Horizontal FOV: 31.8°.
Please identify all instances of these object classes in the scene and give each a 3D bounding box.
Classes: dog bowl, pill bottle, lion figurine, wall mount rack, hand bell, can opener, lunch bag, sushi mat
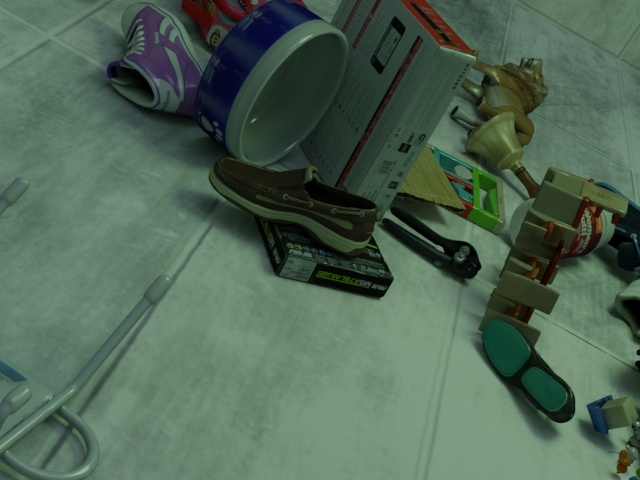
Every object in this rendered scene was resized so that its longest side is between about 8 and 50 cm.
[{"bbox_3d":[-0.078,-0.254,1.822,0.104,0.265,0.265,38,28,20],"label":"dog bowl"},{"bbox_3d":[0.463,-0.025,2.125,0.221,0.121,0.121,-6,45,-49],"label":"pill bottle"},{"bbox_3d":[0.421,-0.301,2.562,0.240,0.142,0.392,30,41,-18],"label":"lion figurine"},{"bbox_3d":[-0.332,0.080,1.164,0.350,0.130,0.304,35,28,6],"label":"wall mount rack"},{"bbox_3d":[0.418,-0.135,2.316,0.126,0.126,0.242,-10,61,-52],"label":"hand bell"},{"bbox_3d":[0.187,0.007,1.888,0.186,0.073,0.059,29,66,4],"label":"can opener"},{"bbox_3d":[-0.157,-0.457,2.254,0.258,0.120,0.293,9,33,-29],"label":"lunch bag"},{"bbox_3d":[0.157,-0.159,2.089,0.151,0.019,0.316,16,32,-28],"label":"sushi mat"}]

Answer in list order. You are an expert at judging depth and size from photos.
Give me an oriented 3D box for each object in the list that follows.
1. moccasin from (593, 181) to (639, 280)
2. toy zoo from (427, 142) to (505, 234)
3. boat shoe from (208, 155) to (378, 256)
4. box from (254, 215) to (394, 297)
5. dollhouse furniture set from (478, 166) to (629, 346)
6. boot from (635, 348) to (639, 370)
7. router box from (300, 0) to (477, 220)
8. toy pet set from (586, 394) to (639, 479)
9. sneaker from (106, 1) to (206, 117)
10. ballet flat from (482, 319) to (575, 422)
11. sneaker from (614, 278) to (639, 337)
[{"bbox_3d":[0.630,0.021,2.217,0.342,0.117,0.137,42,-13,43],"label":"moccasin"},{"bbox_3d":[0.219,-0.129,2.156,0.293,0.030,0.192,26,28,-8],"label":"toy zoo"},{"bbox_3d":[-0.034,-0.075,1.659,0.257,0.095,0.095,24,29,-7],"label":"boat shoe"},{"bbox_3d":[0.000,0.000,1.716,0.191,0.045,0.184,13,30,-28],"label":"box"},{"bbox_3d":[0.377,0.027,1.808,0.135,0.259,0.262,24,28,8],"label":"dollhouse furniture set"},{"bbox_3d":[0.658,0.212,1.894,0.223,0.338,0.118,0,56,26],"label":"boot"},{"bbox_3d":[0.088,-0.258,1.911,0.082,0.335,0.301,9,34,-34],"label":"router box"},{"bbox_3d":[0.438,0.294,1.663,0.122,0.065,0.114,-22,92,-53],"label":"toy pet set"},{"bbox_3d":[-0.301,-0.318,1.891,0.161,0.102,0.282,-2,42,-41],"label":"sneaker"},{"bbox_3d":[0.313,0.199,1.675,0.074,0.074,0.203,8,29,-37],"label":"ballet flat"},{"bbox_3d":[0.622,0.165,2.022,0.115,0.090,0.232,-14,42,-45],"label":"sneaker"}]
